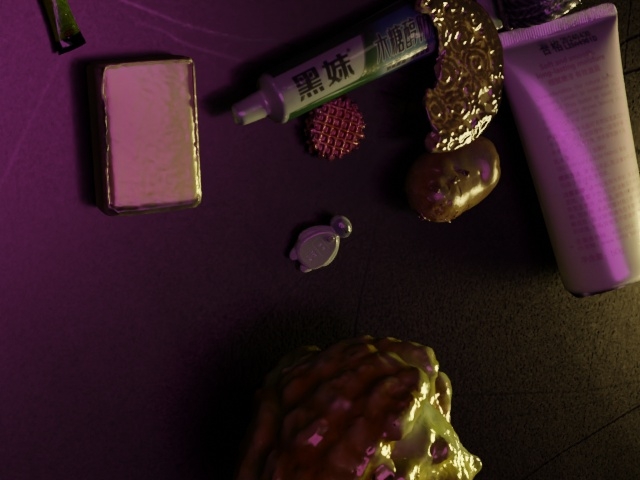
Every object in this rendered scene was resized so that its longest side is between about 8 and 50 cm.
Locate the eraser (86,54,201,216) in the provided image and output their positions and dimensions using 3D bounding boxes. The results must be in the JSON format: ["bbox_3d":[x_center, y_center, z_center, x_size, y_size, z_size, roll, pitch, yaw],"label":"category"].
[{"bbox_3d":[-0.198,-0.119,1.887,0.117,0.058,0.172,-8,104,-24],"label":"eraser"}]

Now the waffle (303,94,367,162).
[{"bbox_3d":[0.019,-0.134,2.006,0.083,0.029,0.075,-28,114,-22],"label":"waffle"}]

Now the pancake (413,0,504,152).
[{"bbox_3d":[0.155,-0.199,2.015,0.184,0.020,0.190,32,75,-38],"label":"pancake"}]

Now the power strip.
[{"bbox_3d":[0.000,0.000,2.028,0.083,0.035,0.055,-41,115,1],"label":"power strip"}]

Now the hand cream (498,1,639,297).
[{"bbox_3d":[0.329,-0.107,2.130,0.186,0.118,0.358,-17,100,-16],"label":"hand cream"}]

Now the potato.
[{"bbox_3d":[0.160,-0.075,2.062,0.138,0.070,0.091,-32,98,-31],"label":"potato"}]

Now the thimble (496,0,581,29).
[{"bbox_3d":[0.267,-0.305,2.055,0.104,0.095,0.066,-34,113,-29],"label":"thimble"}]

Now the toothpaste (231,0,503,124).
[{"bbox_3d":[0.059,-0.224,1.988,0.392,0.061,0.098,-28,111,-24],"label":"toothpaste"}]

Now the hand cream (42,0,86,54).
[{"bbox_3d":[-0.290,-0.264,1.833,0.036,0.023,0.122,-31,114,-30],"label":"hand cream"}]

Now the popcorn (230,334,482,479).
[{"bbox_3d":[0.038,0.274,1.956,0.274,0.279,0.335,14,73,12],"label":"popcorn"}]
